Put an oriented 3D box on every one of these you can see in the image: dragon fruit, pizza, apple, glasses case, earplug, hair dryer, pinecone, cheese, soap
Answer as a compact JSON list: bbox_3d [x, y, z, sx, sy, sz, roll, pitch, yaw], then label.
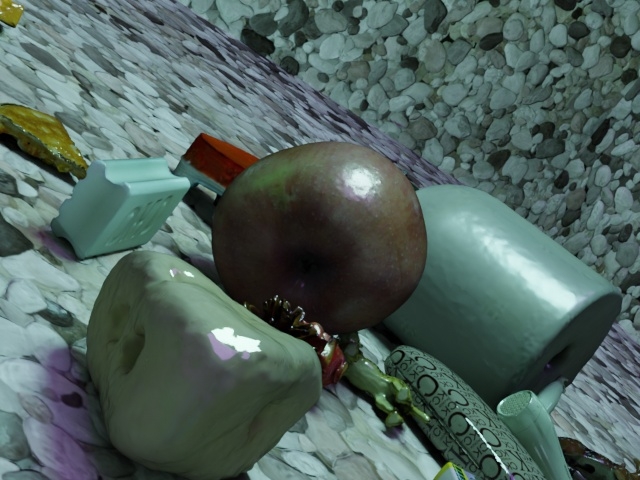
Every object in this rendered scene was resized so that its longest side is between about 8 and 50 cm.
[{"bbox_3d":[-0.025,0.158,1.520,0.112,0.126,0.068,42,55,-9],"label":"dragon fruit"},{"bbox_3d":[-0.383,-0.135,1.662,0.176,0.036,0.184,39,12,-3],"label":"pizza"},{"bbox_3d":[0.000,0.000,1.643,0.306,0.305,0.235,37,16,-5],"label":"apple"},{"bbox_3d":[0.216,0.281,1.699,0.137,0.085,0.354,27,17,-48],"label":"glasses case"},{"bbox_3d":[0.260,0.091,1.992,0.394,0.312,0.312,40,14,25],"label":"earplug"},{"bbox_3d":[0.367,0.293,1.842,0.206,0.075,0.237,61,32,-14],"label":"hair dryer"},{"bbox_3d":[-0.064,0.131,1.423,0.140,0.121,0.140,42,7,-7],"label":"pinecone"},{"bbox_3d":[-0.140,0.122,1.146,0.251,0.173,0.248,40,5,6],"label":"cheese"},{"bbox_3d":[-0.256,-0.045,1.510,0.066,0.119,0.198,40,14,9],"label":"soap"}]

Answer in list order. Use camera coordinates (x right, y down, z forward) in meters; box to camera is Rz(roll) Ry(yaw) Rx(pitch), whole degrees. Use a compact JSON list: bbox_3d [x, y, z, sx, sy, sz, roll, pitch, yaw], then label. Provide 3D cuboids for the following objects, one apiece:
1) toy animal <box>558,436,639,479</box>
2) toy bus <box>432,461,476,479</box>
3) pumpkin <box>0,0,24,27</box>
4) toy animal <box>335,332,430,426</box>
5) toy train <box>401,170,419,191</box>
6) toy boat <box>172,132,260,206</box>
[{"bbox_3d":[0.497,0.398,2.028,0.243,0.087,0.260,39,17,-1],"label":"toy animal"},{"bbox_3d":[0.180,0.336,1.508,0.058,0.052,0.102,33,13,-17],"label":"toy bus"},{"bbox_3d":[-0.618,-0.458,1.996,0.258,0.095,0.290,38,10,20],"label":"pumpkin"},{"bbox_3d":[0.083,0.200,1.675,0.181,0.073,0.136,36,6,7],"label":"toy animal"},{"bbox_3d":[0.165,-0.043,2.433,0.330,0.178,0.138,39,14,2],"label":"toy train"},{"bbox_3d":[-0.117,-0.058,1.919,0.332,0.133,0.145,33,15,26],"label":"toy boat"}]
